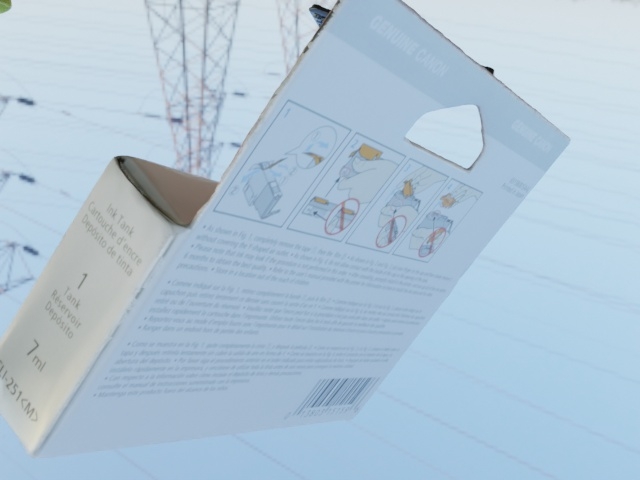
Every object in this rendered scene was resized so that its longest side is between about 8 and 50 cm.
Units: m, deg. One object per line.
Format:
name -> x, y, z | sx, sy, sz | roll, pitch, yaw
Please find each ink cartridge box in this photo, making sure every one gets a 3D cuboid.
ink cartridge box -> 0.000, 0.000, 0.441 | 0.060, 0.239, 0.275 | 42, -165, 29

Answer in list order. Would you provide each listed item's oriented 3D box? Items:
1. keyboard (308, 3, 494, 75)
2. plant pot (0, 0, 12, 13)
keyboard -> 0.080, -0.182, 0.838 | 0.192, 0.038, 0.100 | 23, -172, 10
plant pot -> -0.295, -0.319, 0.616 | 0.228, 0.207, 0.227 | 20, -147, -50
